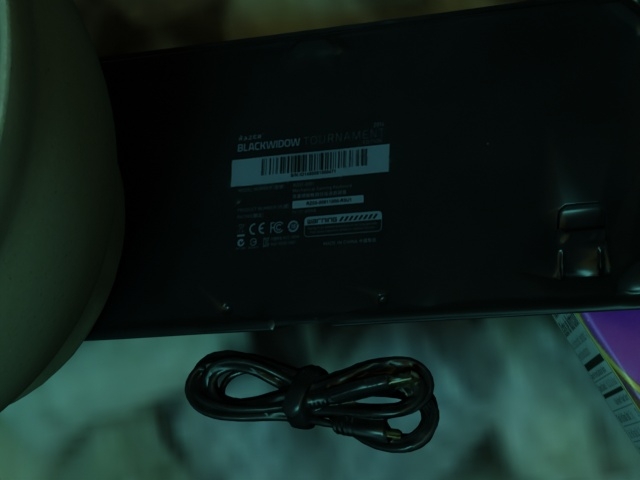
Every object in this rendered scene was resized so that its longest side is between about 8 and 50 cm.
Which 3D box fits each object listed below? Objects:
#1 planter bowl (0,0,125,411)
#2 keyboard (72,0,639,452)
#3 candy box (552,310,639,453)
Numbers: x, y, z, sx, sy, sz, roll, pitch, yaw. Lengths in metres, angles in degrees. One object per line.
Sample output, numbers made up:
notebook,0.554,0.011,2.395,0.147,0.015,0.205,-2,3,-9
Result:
planter bowl,-0.113,-0.012,0.405,0.162,0.109,0.162,-7,73,23
keyboard,0.000,0.000,0.427,0.180,0.023,0.108,-5,73,23
candy box,0.150,0.060,0.425,0.109,0.053,0.187,-31,82,-2
